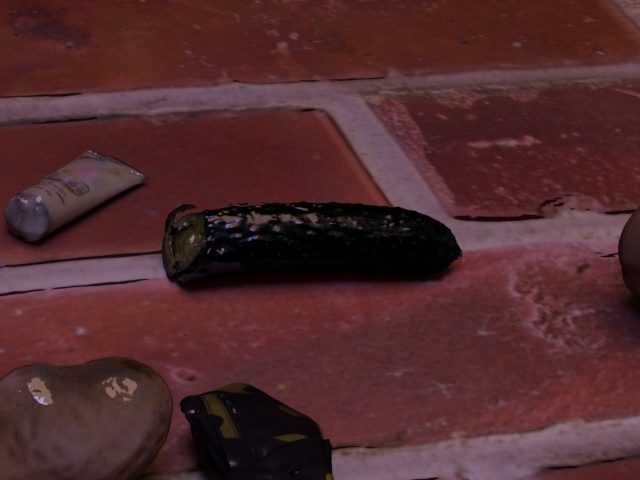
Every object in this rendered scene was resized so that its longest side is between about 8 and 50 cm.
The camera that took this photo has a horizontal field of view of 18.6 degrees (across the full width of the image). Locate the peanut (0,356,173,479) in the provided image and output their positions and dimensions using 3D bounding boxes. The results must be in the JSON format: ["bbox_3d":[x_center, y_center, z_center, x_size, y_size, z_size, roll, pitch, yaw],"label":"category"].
[{"bbox_3d":[-0.200,0.133,1.260,0.227,0.104,0.085,-16,33,-31],"label":"peanut"}]

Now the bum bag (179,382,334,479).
[{"bbox_3d":[-0.028,0.171,1.293,0.106,0.060,0.232,8,35,-22],"label":"bum bag"}]

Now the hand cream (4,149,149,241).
[{"bbox_3d":[-0.199,-0.040,1.573,0.061,0.039,0.143,22,31,19],"label":"hand cream"}]

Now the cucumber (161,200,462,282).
[{"bbox_3d":[0.000,-0.002,1.546,0.245,0.067,0.067,-3,36,-17],"label":"cucumber"}]

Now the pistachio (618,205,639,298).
[{"bbox_3d":[0.345,0.017,1.561,0.226,0.136,0.136,3,35,-12],"label":"pistachio"}]
